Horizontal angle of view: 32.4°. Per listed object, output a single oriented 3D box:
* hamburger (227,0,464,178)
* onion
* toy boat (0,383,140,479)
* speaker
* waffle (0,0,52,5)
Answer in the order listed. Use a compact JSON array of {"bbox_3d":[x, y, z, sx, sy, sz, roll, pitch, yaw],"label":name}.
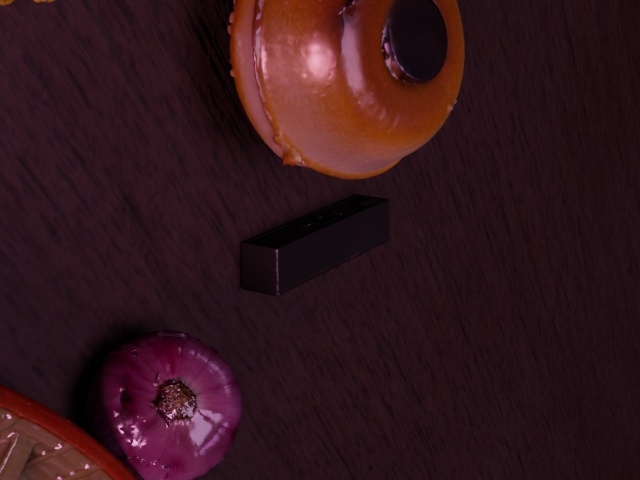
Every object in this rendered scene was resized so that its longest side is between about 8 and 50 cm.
[{"bbox_3d":[0.017,-0.157,0.880,0.236,0.147,0.237,-1,91,-51],"label":"hamburger"},{"bbox_3d":[-0.116,0.123,0.815,0.115,0.104,0.115,2,85,-17],"label":"onion"},{"bbox_3d":[-0.186,0.194,0.733,0.392,0.079,0.136,53,54,-50],"label":"toy boat"},{"bbox_3d":[0.000,0.000,1.005,0.191,0.040,0.046,-25,120,-53],"label":"speaker"},{"bbox_3d":[-0.171,-0.232,0.636,0.149,0.051,0.194,-10,110,-59],"label":"waffle"}]
